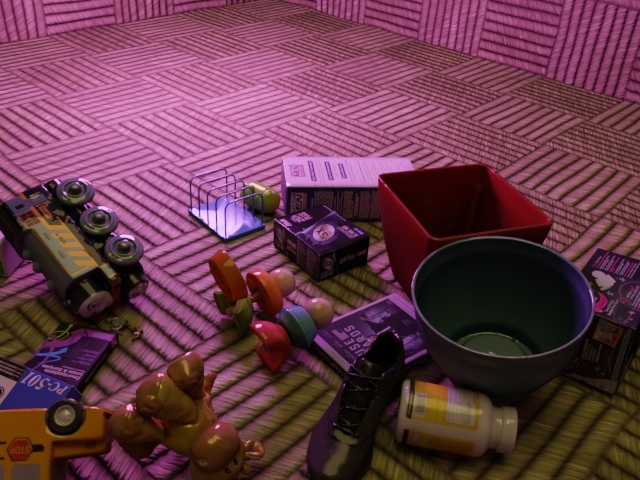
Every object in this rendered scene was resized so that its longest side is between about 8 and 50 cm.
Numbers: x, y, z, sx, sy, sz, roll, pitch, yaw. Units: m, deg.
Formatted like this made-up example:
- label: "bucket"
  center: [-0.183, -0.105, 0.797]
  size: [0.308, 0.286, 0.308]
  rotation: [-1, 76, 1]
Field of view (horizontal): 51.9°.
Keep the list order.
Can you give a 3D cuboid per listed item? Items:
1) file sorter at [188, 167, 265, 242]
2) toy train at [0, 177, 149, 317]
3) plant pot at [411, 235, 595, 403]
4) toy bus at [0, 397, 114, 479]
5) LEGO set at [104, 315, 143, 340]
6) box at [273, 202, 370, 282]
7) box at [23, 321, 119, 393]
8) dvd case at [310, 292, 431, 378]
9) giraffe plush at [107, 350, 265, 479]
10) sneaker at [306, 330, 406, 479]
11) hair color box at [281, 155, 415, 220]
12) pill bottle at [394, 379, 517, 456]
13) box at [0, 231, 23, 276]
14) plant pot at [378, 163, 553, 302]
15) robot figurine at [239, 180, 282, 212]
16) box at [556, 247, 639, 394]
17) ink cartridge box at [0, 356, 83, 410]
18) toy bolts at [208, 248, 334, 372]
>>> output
- label: "file sorter"
  center: [-0.231, -0.092, 1.612]
  size: [0.118, 0.104, 0.170]
  rotation: [-22, 42, -34]
- label: "toy train"
  center: [-0.501, 0.012, 1.341]
  size: [0.190, 0.142, 0.334]
  rotation: [-32, 69, -34]
- label: "plant pot"
  center: [0.306, 0.158, 1.148]
  size: [0.293, 0.196, 0.293]
  rotation: [-3, 38, 3]
- label: "toy bus"
  center: [-0.470, 0.300, 0.931]
  size: [0.333, 0.108, 0.130]
  rotation: [-1, 70, -8]
- label: "LEGO set"
  center: [-0.382, 0.164, 1.268]
  size: [0.083, 0.023, 0.054]
  rotation: [7, 33, 5]
- label: "box"
  center: [0.000, 0.000, 1.518]
  size: [0.147, 0.077, 0.180]
  rotation: [-20, 40, -31]
- label: "box"
  center: [-0.452, 0.214, 1.177]
  size: [0.116, 0.029, 0.162]
  rotation: [9, 35, 9]
- label: "dvd case"
  center: [0.115, 0.192, 1.277]
  size: [0.239, 0.029, 0.179]
  rotation: [-19, 39, -32]
- label: "giraffe plush"
  center: [-0.184, 0.294, 0.977]
  size: [0.181, 0.210, 0.170]
  rotation: [-45, 66, -7]
- label: "sneaker"
  center: [0.058, 0.259, 1.053]
  size: [0.109, 0.130, 0.286]
  rotation: [18, 47, 15]
- label: "hair color box"
  center: [0.075, -0.136, 1.714]
  size: [0.348, 0.105, 0.173]
  rotation: [0, 32, -7]
- label: "pill bottle"
  center: [0.217, 0.291, 1.064]
  size: [0.184, 0.103, 0.103]
  rotation: [9, 33, 7]
- label: "box"
  center: [-0.698, 0.012, 1.409]
  size: [0.101, 0.087, 0.102]
  rotation: [6, 32, 3]
- label: "plant pot"
  center: [0.277, 0.010, 1.389]
  size: [0.267, 0.235, 0.267]
  rotation: [-7, 35, -17]
- label: "robot figurine"
  center: [-0.151, -0.110, 1.682]
  size: [0.115, 0.067, 0.101]
  rotation: [26, 9, 31]
- label: "box"
  center: [0.549, 0.148, 1.271]
  size: [0.142, 0.163, 0.247]
  rotation: [22, 36, 31]
- label: "ink cartridge box"
  center: [-0.504, 0.252, 1.069]
  size: [0.207, 0.046, 0.097]
  rotation: [16, 56, 18]
- label: "toy bolts"
  center: [-0.086, 0.104, 1.234]
  size: [0.159, 0.218, 0.228]
  rotation: [-30, 51, -22]
